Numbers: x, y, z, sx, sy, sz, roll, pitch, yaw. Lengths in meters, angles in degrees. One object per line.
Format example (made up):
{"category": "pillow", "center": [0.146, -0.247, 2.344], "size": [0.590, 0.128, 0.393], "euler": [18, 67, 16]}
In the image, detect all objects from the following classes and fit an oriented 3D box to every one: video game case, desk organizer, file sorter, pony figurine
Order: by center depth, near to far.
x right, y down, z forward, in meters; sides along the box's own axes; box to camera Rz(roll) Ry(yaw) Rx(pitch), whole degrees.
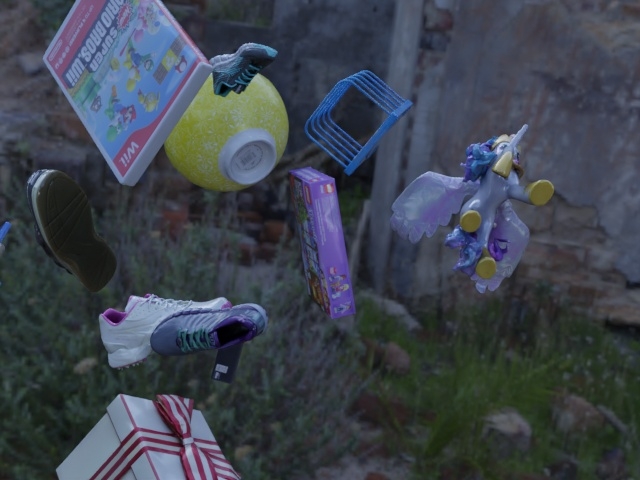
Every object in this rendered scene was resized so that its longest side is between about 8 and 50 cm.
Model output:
{"category": "video game case", "center": [-0.270, -0.241, 1.282], "size": [0.025, 0.204, 0.285], "euler": [9, 37, -51]}
{"category": "file sorter", "center": [0.060, -0.194, 1.487], "size": [0.104, 0.118, 0.170], "euler": [41, 20, 1]}
{"category": "desk organizer", "center": [-0.185, 0.224, 1.928], "size": [0.047, 0.130, 0.050], "euler": [15, 30, -4]}
{"category": "pony figurine", "center": [0.334, -0.061, 1.943], "size": [0.303, 0.351, 0.363], "euler": [31, 20, -5]}

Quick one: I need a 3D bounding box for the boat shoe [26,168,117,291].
{"category": "boat shoe", "center": [-0.334, -0.013, 1.216], "size": [0.073, 0.223, 0.080], "euler": [20, 62, 23]}

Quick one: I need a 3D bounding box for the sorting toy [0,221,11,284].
{"category": "sorting toy", "center": [-0.602, 0.120, 1.606], "size": [0.047, 0.196, 0.347], "euler": [35, 38, -20]}

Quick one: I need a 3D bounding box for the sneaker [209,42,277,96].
{"category": "sneaker", "center": [-0.136, -0.299, 1.685], "size": [0.065, 0.076, 0.166], "euler": [12, -15, -39]}

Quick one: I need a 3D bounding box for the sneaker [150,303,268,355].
{"category": "sneaker", "center": [-0.208, 0.162, 1.672], "size": [0.224, 0.083, 0.098], "euler": [-15, 8, 11]}

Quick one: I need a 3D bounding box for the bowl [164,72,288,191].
{"category": "bowl", "center": [-0.180, -0.209, 2.050], "size": [0.289, 0.289, 0.156], "euler": [-2, 37, -33]}

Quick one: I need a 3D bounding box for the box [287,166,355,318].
{"category": "box", "center": [0.000, 0.000, 2.013], "size": [0.057, 0.293, 0.201], "euler": [-12, 13, -13]}

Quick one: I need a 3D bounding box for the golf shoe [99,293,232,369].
{"category": "golf shoe", "center": [-0.339, 0.168, 2.019], "size": [0.306, 0.140, 0.115], "euler": [-22, 6, 12]}

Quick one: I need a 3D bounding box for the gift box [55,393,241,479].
{"category": "gift box", "center": [-0.315, 0.453, 1.842], "size": [0.276, 0.258, 0.255], "euler": [20, 27, -52]}
